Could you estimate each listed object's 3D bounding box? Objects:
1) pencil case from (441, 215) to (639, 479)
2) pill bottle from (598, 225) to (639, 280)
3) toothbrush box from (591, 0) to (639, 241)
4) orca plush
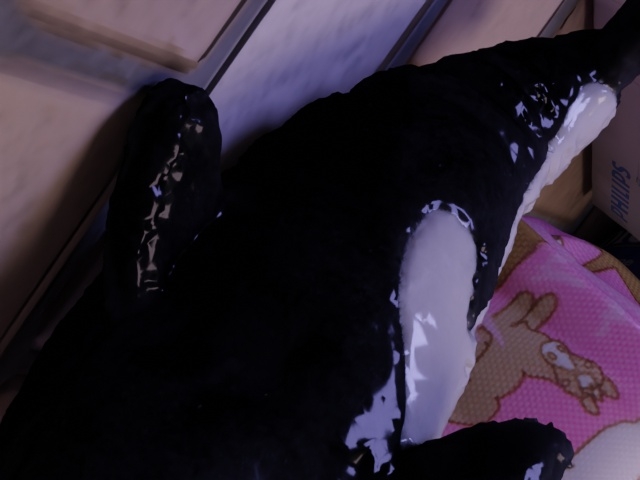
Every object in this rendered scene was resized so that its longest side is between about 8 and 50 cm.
[{"bbox_3d":[-0.028,0.158,0.564,0.386,0.167,0.160,-48,-165,-7],"label":"pencil case"},{"bbox_3d":[0.204,0.044,0.852,0.265,0.153,0.153,-39,157,-29],"label":"pill bottle"},{"bbox_3d":[0.242,-0.120,0.697,0.283,0.122,0.206,-45,159,-11],"label":"toothbrush box"},{"bbox_3d":[0.000,0.000,0.429,0.287,0.151,0.102,-39,126,-21],"label":"orca plush"}]
